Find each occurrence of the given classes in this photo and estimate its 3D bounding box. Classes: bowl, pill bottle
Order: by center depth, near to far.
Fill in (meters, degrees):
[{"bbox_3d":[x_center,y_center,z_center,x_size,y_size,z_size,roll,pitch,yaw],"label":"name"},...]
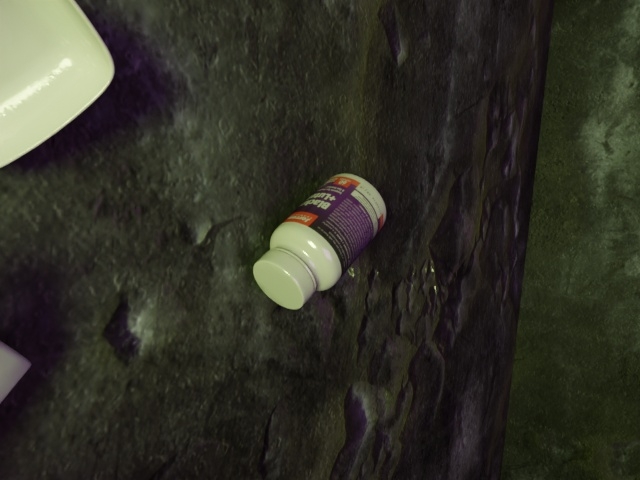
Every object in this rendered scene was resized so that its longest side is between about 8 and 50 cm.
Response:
[{"bbox_3d":[-0.232,-0.131,0.290,0.142,0.053,0.142,-41,149,-8],"label":"bowl"},{"bbox_3d":[0.000,0.000,0.599,0.193,0.108,0.108,-47,130,-36],"label":"pill bottle"}]

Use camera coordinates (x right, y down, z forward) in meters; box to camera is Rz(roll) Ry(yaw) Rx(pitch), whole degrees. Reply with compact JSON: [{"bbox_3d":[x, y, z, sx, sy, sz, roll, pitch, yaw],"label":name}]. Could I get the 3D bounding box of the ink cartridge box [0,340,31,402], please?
[{"bbox_3d":[-0.290,0.113,0.214,0.224,0.045,0.223,95,19,-55],"label":"ink cartridge box"}]
